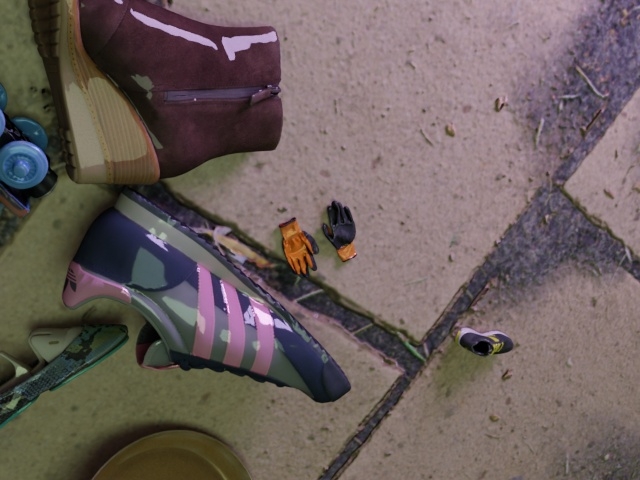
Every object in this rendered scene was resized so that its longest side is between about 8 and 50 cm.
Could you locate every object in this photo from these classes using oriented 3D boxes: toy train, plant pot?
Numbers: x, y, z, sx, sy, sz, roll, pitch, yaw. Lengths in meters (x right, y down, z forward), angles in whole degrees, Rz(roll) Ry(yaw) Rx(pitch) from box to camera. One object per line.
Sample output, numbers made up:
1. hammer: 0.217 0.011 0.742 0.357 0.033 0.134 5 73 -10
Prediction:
1. toy train: -0.304 -0.088 0.703 0.105 0.080 0.184 -36 124 5
2. plant pot: -0.165 0.322 0.915 0.236 0.032 0.236 7 79 -37

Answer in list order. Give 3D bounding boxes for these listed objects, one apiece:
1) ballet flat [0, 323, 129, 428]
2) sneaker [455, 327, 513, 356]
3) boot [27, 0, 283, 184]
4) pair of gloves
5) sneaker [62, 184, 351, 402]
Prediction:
1. ballet flat: -0.275 0.122 0.818 0.188 0.070 0.070 -36 122 -9
2. sneaker: 0.203 0.129 1.041 0.083 0.035 0.031 9 109 -26
3. boot: -0.135 -0.176 0.748 0.206 0.090 0.249 -17 117 -30
4. pair of gloves: 0.000 0.000 0.910 0.083 0.010 0.074 -24 120 -13
5. sneaker: -0.108 0.089 0.842 0.319 0.112 0.131 42 83 -24
